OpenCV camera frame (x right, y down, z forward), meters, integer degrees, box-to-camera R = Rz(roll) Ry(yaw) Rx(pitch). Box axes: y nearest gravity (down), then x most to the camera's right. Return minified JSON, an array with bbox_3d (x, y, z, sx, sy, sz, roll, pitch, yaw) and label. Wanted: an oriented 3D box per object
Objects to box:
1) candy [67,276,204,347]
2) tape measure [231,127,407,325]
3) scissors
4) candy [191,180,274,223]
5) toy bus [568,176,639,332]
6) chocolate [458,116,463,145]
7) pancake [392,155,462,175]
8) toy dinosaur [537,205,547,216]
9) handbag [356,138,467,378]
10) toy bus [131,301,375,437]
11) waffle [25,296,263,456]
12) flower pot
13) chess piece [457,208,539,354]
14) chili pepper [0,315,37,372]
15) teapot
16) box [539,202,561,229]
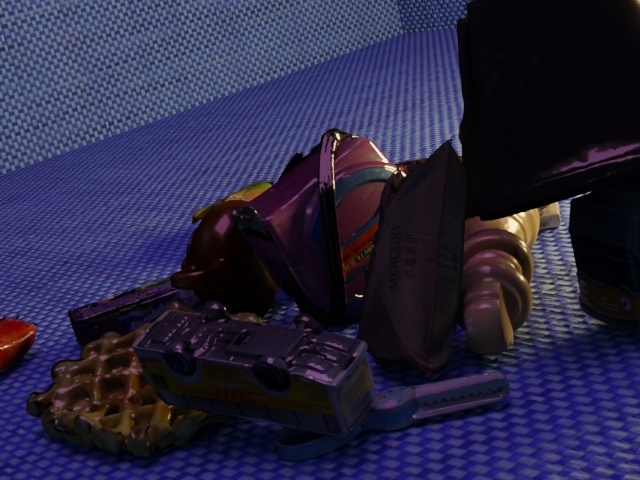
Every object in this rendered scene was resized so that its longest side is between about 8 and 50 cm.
[{"bbox_3d":[-0.222,0.089,1.800,0.312,0.061,0.088,-18,15,-17],"label":"candy"},{"bbox_3d":[0.022,-0.021,1.628,0.231,0.245,0.149,-40,26,-24],"label":"tape measure"},{"bbox_3d":[0.076,0.180,1.275,0.256,0.030,0.125,-13,17,11],"label":"scissors"},{"bbox_3d":[-0.111,-0.057,2.174,0.187,0.081,0.297,-23,18,-25],"label":"candy"},{"bbox_3d":[0.433,-0.009,1.374,0.275,0.167,0.138,-20,17,-17],"label":"toy bus"},{"bbox_3d":[0.321,-0.198,2.230,0.127,0.124,0.133,5,39,8],"label":"chocolate"},{"bbox_3d":[0.178,-0.091,2.140,0.266,0.057,0.244,-17,24,6],"label":"pancake"},{"bbox_3d":[0.339,-0.074,1.800,0.242,0.053,0.167,-17,9,16],"label":"toy dinosaur"},{"bbox_3d":[0.106,0.028,1.386,0.117,0.270,0.182,9,-11,-20],"label":"handbag"},{"bbox_3d":[-0.072,0.139,1.281,0.268,0.106,0.092,5,34,32],"label":"toy bus"},{"bbox_3d":[-0.191,0.171,1.469,0.317,0.073,0.297,13,36,45],"label":"waffle"},{"bbox_3d":[0.302,-0.186,1.420,0.379,0.251,0.379,-17,0,0],"label":"flower pot"},{"bbox_3d":[0.222,0.037,1.516,0.117,0.117,0.397,-10,18,13],"label":"chess piece"},{"bbox_3d":[-0.479,0.160,1.765,0.070,0.073,0.123,-54,-4,25],"label":"chili pepper"},{"bbox_3d":[-0.143,0.038,1.672,0.135,0.178,0.252,-9,6,22],"label":"teapot"},{"bbox_3d":[0.286,-0.031,1.843,0.167,0.024,0.090,-10,17,13],"label":"box"}]
